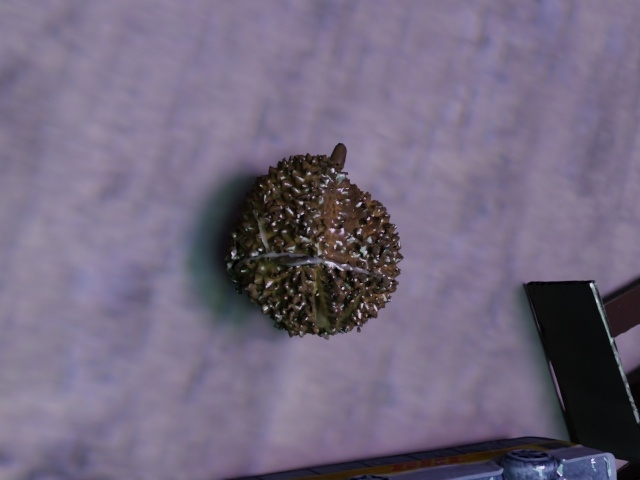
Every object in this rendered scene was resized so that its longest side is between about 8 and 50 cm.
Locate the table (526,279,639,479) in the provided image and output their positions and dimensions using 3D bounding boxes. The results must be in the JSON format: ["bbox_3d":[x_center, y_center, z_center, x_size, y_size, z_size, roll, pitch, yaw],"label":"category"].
[{"bbox_3d":[0.212,0.077,0.542,0.146,0.062,0.175,-24,98,-26],"label":"table"}]

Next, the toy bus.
[{"bbox_3d":[0.049,0.134,0.447,0.190,0.075,0.064,-2,90,-27],"label":"toy bus"}]

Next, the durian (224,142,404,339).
[{"bbox_3d":[0.000,0.000,0.423,0.080,0.080,0.091,25,76,-25],"label":"durian"}]
